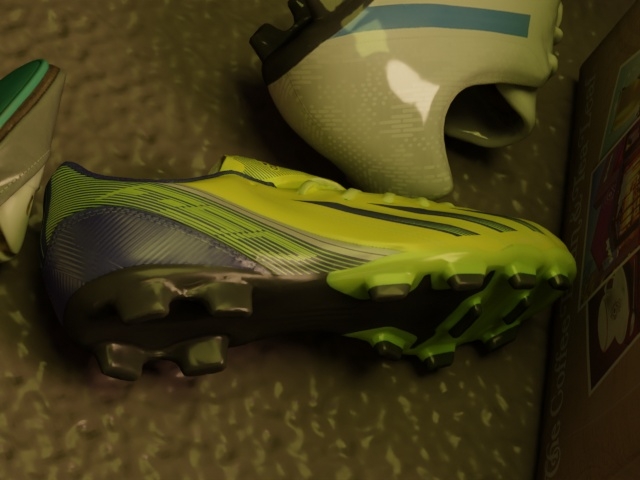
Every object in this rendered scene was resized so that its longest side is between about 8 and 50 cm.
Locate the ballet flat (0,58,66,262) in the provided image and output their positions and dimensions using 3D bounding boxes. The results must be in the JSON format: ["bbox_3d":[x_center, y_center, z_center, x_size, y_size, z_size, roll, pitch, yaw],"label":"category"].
[{"bbox_3d":[-0.177,-0.002,0.870,0.068,0.072,0.213,57,47,-20],"label":"ballet flat"}]

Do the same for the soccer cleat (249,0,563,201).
[{"bbox_3d":[0.090,-0.137,1.073,0.143,0.116,0.331,51,51,-9],"label":"soccer cleat"}]

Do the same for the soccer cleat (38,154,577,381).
[{"bbox_3d":[0.000,-0.001,0.933,0.289,0.093,0.121,-1,53,-28],"label":"soccer cleat"}]

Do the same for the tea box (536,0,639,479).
[{"bbox_3d":[0.310,0.024,0.989,0.323,0.220,0.329,20,52,-13],"label":"tea box"}]
